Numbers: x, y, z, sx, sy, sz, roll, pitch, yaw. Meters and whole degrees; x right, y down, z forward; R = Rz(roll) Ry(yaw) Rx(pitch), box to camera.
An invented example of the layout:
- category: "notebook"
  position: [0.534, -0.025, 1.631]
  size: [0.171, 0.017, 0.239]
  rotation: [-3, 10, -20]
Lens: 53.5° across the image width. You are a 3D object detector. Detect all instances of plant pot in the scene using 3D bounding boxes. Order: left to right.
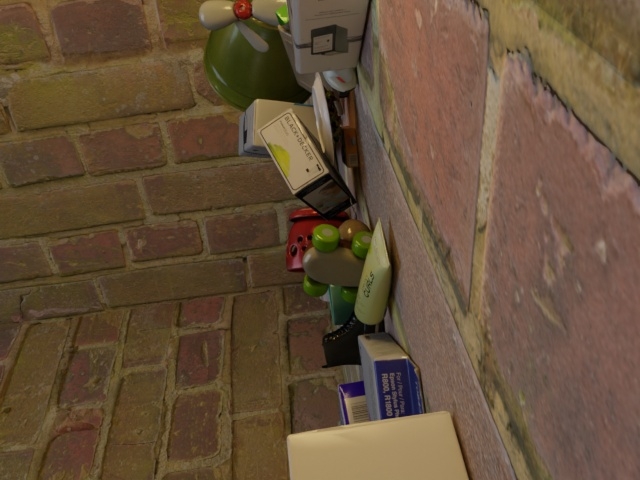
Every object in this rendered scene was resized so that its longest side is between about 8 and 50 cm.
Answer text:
- category: "plant pot"
  position: [-0.147, -0.603, 1.828]
  size: [0.353, 0.367, 0.366]
  rotation: [126, 137, -70]
- category: "plant pot"
  position: [0.000, 0.000, 1.767]
  size: [0.191, 0.191, 0.174]
  rotation: [103, 168, -84]

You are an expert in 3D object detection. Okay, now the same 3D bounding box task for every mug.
- category: "mug"
  position: [0.069, 0.116, 1.409]
  size: [0.157, 0.097, 0.129]
  rotation: [91, 171, -73]

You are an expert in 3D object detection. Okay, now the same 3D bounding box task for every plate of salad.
- category: "plate of salad"
  position: [0.018, -0.257, 1.340]
  size: [0.200, 0.048, 0.199]
  rotation: [170, 90, -87]

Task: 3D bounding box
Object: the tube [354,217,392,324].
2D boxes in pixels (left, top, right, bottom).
- category: "tube"
  position: [0.096, 0.065, 1.098]
  size: [0.070, 0.062, 0.240]
  rotation: [38, 153, 20]

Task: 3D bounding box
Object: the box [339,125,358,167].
- category: "box"
  position: [0.060, -0.208, 1.392]
  size: [0.136, 0.028, 0.081]
  rotation: [-98, 2, -76]

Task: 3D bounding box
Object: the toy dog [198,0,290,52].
- category: "toy dog"
  position: [-0.115, -0.576, 1.575]
  size: [0.161, 0.334, 0.220]
  rotation: [-43, -28, -72]

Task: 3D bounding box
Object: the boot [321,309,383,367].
- category: "boot"
  position: [0.061, 0.173, 1.320]
  size: [0.077, 0.137, 0.197]
  rotation: [-116, 19, -85]

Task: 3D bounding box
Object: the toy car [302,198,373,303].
- category: "toy car"
  position: [0.046, 0.003, 1.279]
  size: [0.188, 0.149, 0.155]
  rotation: [-81, 2, -49]

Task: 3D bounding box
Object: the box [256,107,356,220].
- category: "box"
  position: [-0.022, -0.158, 1.399]
  size: [0.169, 0.087, 0.290]
  rotation: [60, -172, 14]

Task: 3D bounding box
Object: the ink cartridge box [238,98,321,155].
- category: "ink cartridge box"
  position: [-0.105, -0.307, 1.819]
  size: [0.307, 0.223, 0.129]
  rotation: [-170, 83, -75]

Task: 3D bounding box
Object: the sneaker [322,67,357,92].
- category: "sneaker"
  position: [0.020, -0.352, 1.173]
  size: [0.075, 0.057, 0.161]
  rotation: [63, -174, -79]

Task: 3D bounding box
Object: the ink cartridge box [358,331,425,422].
- category: "ink cartridge box"
  position: [0.129, 0.343, 1.094]
  size: [0.330, 0.072, 0.324]
  rotation: [-141, 43, -89]

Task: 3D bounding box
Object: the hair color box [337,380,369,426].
- category: "hair color box"
  position: [0.112, 0.520, 1.700]
  size: [0.338, 0.110, 0.185]
  rotation: [82, 178, -57]

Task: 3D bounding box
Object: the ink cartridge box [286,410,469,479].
- category: "ink cartridge box"
  position: [0.077, 0.369, 0.767]
  size: [0.270, 0.197, 0.198]
  rotation: [84, 178, -47]

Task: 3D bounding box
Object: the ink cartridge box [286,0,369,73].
- category: "ink cartridge box"
  position: [0.001, -0.414, 1.007]
  size: [0.273, 0.115, 0.198]
  rotation: [97, 165, -82]

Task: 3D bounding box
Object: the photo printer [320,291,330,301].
- category: "photo printer"
  position: [0.017, 0.045, 2.450]
  size: [0.256, 0.107, 0.307]
  rotation: [-102, 5, -65]

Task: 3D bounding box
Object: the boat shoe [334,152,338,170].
- category: "boat shoe"
  position: [0.005, -0.159, 1.952]
  size: [0.121, 0.110, 0.341]
  rotation: [95, 167, -81]

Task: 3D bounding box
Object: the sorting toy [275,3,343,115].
- category: "sorting toy"
  position: [-0.012, -0.406, 1.496]
  size: [0.196, 0.047, 0.347]
  rotation: [45, 168, 33]

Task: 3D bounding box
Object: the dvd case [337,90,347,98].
- category: "dvd case"
  position: [0.033, -0.442, 1.300]
  size: [0.253, 0.022, 0.180]
  rotation: [85, 176, -62]
